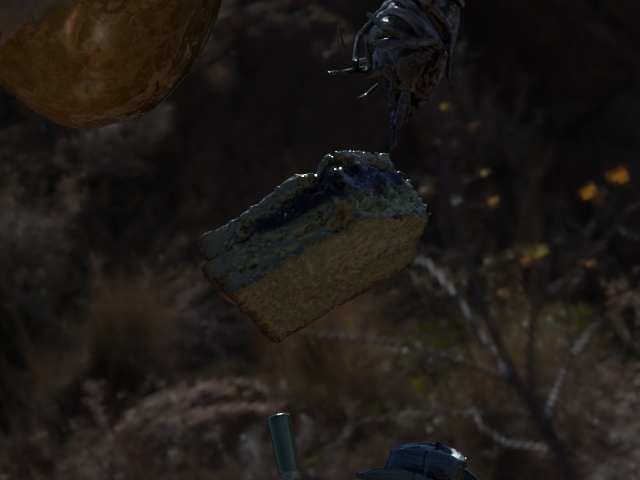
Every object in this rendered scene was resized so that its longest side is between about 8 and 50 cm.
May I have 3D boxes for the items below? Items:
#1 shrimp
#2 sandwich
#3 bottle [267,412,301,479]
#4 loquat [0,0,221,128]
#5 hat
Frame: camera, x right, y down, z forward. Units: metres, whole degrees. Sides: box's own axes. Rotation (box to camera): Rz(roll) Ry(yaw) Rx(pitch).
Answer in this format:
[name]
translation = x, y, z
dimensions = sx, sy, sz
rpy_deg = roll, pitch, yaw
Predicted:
[shrimp]
translation = 0.125, -0.317, 2.105
dimensions = 0.410, 0.166, 0.221
rpy_deg = -64, 12, -25
[sandwich]
translation = 0.000, 0.001, 2.323
dimensions = 0.325, 0.131, 0.262
rpy_deg = -31, -26, 4
[bottle]
translation = -0.043, 0.254, 1.898
dimensions = 0.030, 0.083, 0.030
rpy_deg = -11, -17, -4
[loquat]
translation = -0.235, -0.259, 1.676
dimensions = 0.284, 0.276, 0.276
rpy_deg = -40, -9, 14
[hat]
translation = 0.143, 0.307, 2.106
dimensions = 0.191, 0.078, 0.138
rpy_deg = 12, 2, 24
